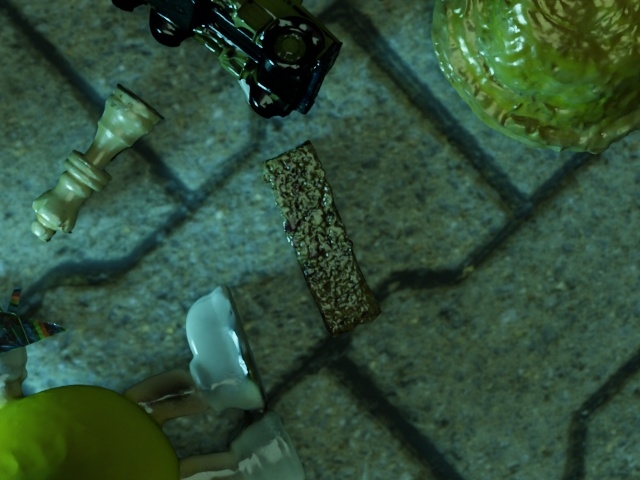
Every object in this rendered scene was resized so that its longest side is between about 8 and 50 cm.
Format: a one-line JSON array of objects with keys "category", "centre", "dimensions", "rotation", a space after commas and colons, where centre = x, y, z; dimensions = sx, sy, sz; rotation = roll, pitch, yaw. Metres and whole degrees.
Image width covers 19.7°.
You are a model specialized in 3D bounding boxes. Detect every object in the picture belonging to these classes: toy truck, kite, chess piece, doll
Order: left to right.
[{"category": "kite", "centre": [-0.310, 0.082, 1.810], "dimensions": [0.122, 0.004, 0.090], "rotation": [16, 57, 8]}, {"category": "chess piece", "centre": [-0.229, -0.072, 1.831], "dimensions": [0.060, 0.060, 0.172], "rotation": [36, 91, -11]}, {"category": "doll", "centre": [-0.222, 0.211, 1.815], "dimensions": [0.423, 0.161, 0.348], "rotation": [3, 73, -9]}, {"category": "toy truck", "centre": [-0.089, -0.237, 1.783], "dimensions": [0.257, 0.127, 0.127], "rotation": [41, 65, 7]}]

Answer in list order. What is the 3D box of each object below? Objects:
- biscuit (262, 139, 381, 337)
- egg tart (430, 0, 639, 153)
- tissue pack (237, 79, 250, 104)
[{"category": "biscuit", "centre": [0.000, 0.000, 1.884], "dimensions": [0.064, 0.034, 0.199], "rotation": [-23, 99, -6]}, {"category": "egg tart", "centre": [0.268, -0.240, 1.860], "dimensions": [0.319, 0.128, 0.319], "rotation": [-1, 97, -11]}, {"category": "tissue pack", "centre": [-0.045, -0.176, 1.855], "dimensions": [0.083, 0.042, 0.062], "rotation": [-27, 99, -5]}]
